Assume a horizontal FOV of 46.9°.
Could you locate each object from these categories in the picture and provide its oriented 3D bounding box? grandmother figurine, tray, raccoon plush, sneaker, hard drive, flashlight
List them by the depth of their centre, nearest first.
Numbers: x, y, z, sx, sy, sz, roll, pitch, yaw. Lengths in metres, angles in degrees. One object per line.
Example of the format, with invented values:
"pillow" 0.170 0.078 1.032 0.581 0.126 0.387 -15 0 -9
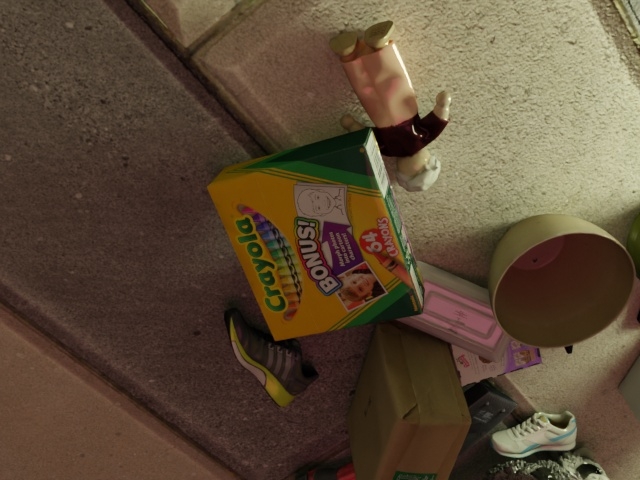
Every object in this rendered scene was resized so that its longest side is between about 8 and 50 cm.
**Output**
"grandmother figurine" 0.145 -0.231 1.373 0.208 0.104 0.342 -4 130 29
"tray" 0.302 0.160 1.612 0.271 0.030 0.145 23 102 -3
"sneaker" -0.112 0.244 1.649 0.121 0.111 0.300 -33 126 3
"hard drive" 0.348 0.453 1.815 0.254 0.054 0.172 -46 135 16
"sneaker" 0.538 0.487 1.877 0.229 0.087 0.092 -7 114 -9
"flashlight" 0.082 0.590 1.878 0.304 0.103 0.103 -27 118 12
"raccoon plush" 0.530 0.628 1.942 0.299 0.447 0.216 -8 102 -49

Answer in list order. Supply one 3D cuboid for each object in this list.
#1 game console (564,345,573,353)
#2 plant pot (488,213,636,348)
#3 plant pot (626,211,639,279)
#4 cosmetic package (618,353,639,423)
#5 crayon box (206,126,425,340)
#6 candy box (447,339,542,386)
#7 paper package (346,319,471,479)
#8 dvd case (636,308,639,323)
"game console" 0.587 0.167 1.675 0.085 0.124 0.144 -10 127 32
"plant pot" 0.468 0.055 1.526 0.284 0.191 0.284 -3 122 -5
"plant pot" 0.787 0.050 1.439 0.367 0.353 0.366 -2 109 -5
"cosmetic package" 0.890 0.336 1.781 0.224 0.138 0.224 10 122 -12
"crayon box" 0.000 0.000 1.425 0.313 0.106 0.362 -14 114 18
"candy box" 0.394 0.233 1.701 0.196 0.070 0.164 -17 122 5
"paper package" 0.184 0.399 1.643 0.168 0.309 0.324 8 123 -11
"dvd case" 0.841 0.085 1.684 0.181 0.022 0.252 -1 123 -4
